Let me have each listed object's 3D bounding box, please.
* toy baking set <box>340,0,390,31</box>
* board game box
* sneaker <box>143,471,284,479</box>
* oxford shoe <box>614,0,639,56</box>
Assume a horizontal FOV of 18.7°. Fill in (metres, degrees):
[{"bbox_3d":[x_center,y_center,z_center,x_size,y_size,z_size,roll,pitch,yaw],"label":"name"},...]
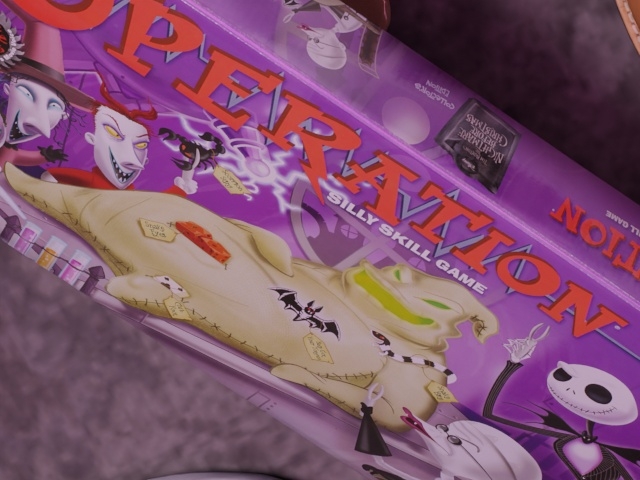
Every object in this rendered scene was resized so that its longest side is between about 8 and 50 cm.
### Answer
[{"bbox_3d":[-0.072,-0.149,0.786,0.256,0.030,0.197,8,105,0],"label":"toy baking set"},{"bbox_3d":[0.000,0.000,0.751,0.346,0.056,0.208,34,141,-6],"label":"board game box"},{"bbox_3d":[-0.112,0.172,0.816,0.258,0.091,0.094,-19,105,-11],"label":"sneaker"},{"bbox_3d":[0.172,-0.043,0.685,0.076,0.076,0.212,-34,98,13],"label":"oxford shoe"}]
